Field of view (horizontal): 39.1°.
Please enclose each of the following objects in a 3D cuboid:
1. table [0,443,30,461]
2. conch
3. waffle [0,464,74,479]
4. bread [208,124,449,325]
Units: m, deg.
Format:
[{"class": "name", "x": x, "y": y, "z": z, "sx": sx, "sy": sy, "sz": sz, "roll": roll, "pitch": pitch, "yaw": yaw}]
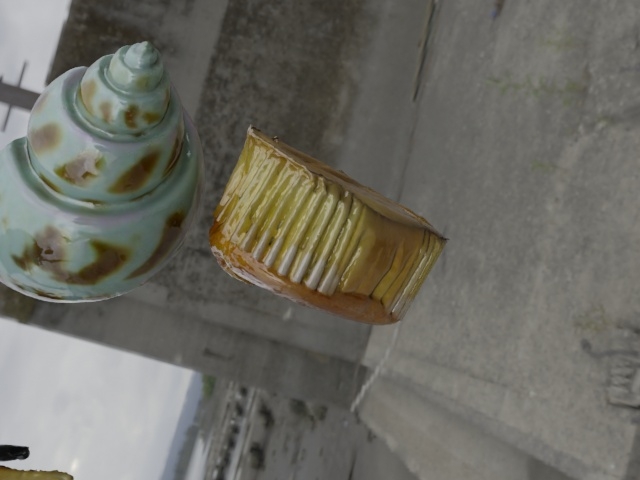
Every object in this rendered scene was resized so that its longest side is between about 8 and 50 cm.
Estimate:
[{"class": "table", "x": -0.475, "y": 0.238, "z": 0.977, "sx": 0.317, "sy": 0.248, "sz": 0.318, "roll": -178, "pitch": 90, "yaw": -89}, {"class": "conch", "x": -0.244, "y": -0.067, "z": 0.991, "sx": 0.197, "sy": 0.249, "sz": 0.368, "roll": 38, "pitch": 136, "yaw": 39}, {"class": "waffle", "x": -0.551, "y": 0.450, "z": 1.409, "sx": 0.091, "sy": 0.307, "sz": 0.213, "roll": -121, "pitch": 45, "yaw": -61}, {"class": "bread", "x": 0.000, "y": 0.000, "z": 1.017, "sx": 0.288, "sy": 0.204, "sz": 0.156, "roll": 21, "pitch": -80, "yaw": -55}]
